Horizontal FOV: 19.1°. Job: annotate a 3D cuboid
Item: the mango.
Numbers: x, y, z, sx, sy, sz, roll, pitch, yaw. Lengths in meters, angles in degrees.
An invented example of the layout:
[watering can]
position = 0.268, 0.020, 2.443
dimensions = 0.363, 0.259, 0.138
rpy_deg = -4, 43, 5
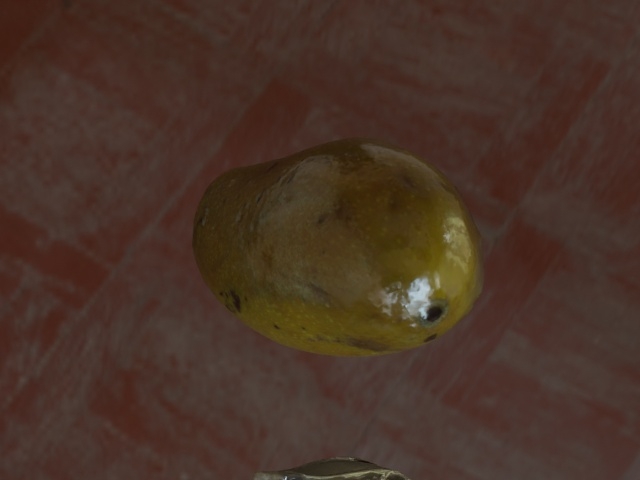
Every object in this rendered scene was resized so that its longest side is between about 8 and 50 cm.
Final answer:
[mango]
position = -0.003, 0.005, 1.661
dimensions = 0.329, 0.175, 0.176
rpy_deg = 0, 43, 40

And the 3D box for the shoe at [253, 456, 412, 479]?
[shoe]
position = 0.038, 0.215, 1.208
dimensions = 0.351, 0.172, 0.198
rpy_deg = -15, 36, 9
